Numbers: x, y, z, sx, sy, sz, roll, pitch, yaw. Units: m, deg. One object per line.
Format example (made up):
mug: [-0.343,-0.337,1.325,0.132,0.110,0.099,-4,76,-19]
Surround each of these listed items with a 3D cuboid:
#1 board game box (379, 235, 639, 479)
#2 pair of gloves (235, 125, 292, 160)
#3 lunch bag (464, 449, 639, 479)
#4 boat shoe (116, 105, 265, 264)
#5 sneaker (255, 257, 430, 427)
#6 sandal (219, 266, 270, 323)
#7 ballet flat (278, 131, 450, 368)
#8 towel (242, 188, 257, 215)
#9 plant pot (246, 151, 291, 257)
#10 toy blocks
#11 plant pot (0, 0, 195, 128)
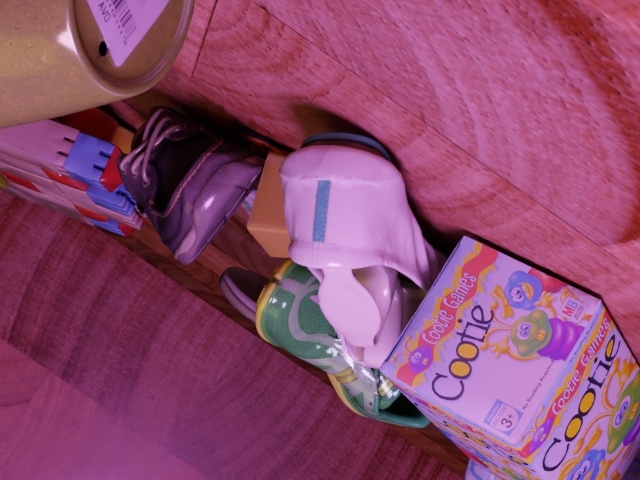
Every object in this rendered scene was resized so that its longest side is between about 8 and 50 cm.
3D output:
board game box: [0.190,0.134,1.263,0.142,0.144,0.275,27,169,33]
pair of gloves: [-0.048,-0.083,1.381,0.074,0.010,0.083,30,171,22]
lunch bag: [0.273,0.235,1.441,0.219,0.176,0.090,29,127,36]
boat shoe: [-0.151,-0.062,1.449,0.130,0.132,0.355,39,172,-8]
sneaker: [0.039,0.105,1.446,0.123,0.109,0.295,20,164,41]
sandal: [0.022,0.081,1.762,0.302,0.086,0.120,16,-164,4]
ballet flat: [0.049,0.044,1.252,0.139,0.139,0.400,29,169,26]
towel: [-0.028,-0.011,1.635,0.152,0.023,0.113,30,171,22]
plant pot: [-0.010,-0.028,1.333,0.083,0.081,0.081,10,162,19]
toy blocks: [-0.316,-0.106,1.767,0.260,0.191,0.381,20,167,12]
plant pot: [-0.238,-0.176,0.908,0.293,0.275,0.275,12,161,26]
